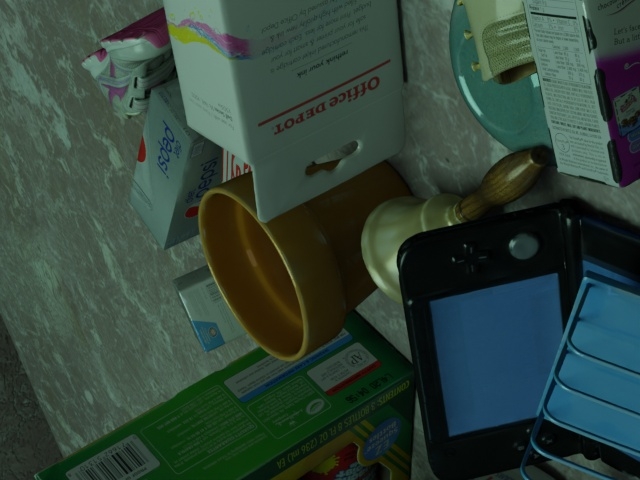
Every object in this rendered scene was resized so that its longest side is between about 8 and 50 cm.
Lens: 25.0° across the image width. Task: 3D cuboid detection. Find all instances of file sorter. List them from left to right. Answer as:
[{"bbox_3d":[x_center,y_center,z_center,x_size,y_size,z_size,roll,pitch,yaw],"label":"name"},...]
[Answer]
[{"bbox_3d":[0.248,0.136,1.227,0.118,0.104,0.170,21,130,12],"label":"file sorter"}]

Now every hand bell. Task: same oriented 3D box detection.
[{"bbox_3d":[0.143,-0.031,1.371,0.126,0.126,0.242,58,149,8],"label":"hand bell"}]

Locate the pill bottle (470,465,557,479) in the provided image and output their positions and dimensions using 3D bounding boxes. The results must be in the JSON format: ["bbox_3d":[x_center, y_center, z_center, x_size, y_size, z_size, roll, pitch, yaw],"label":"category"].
[{"bbox_3d":[0.100,0.418,1.517,0.229,0.408,0.229,33,138,35],"label":"pill bottle"}]

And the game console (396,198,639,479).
[{"bbox_3d":[0.222,0.130,1.321,0.173,0.250,0.293,-108,6,-59],"label":"game console"}]

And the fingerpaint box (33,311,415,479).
[{"bbox_3d":[-0.100,0.340,1.796,0.163,0.445,0.371,42,147,35],"label":"fingerpaint box"}]

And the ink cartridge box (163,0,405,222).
[{"bbox_3d":[-0.036,-0.217,1.401,0.119,0.207,0.353,34,142,43],"label":"ink cartridge box"}]

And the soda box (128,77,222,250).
[{"bbox_3d":[-0.180,-0.105,1.917,0.098,0.091,0.286,55,154,16],"label":"soda box"}]

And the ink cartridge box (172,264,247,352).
[{"bbox_3d":[-0.111,0.072,1.923,0.090,0.143,0.092,-147,34,-75],"label":"ink cartridge box"}]

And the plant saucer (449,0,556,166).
[{"bbox_3d":[0.168,-0.148,1.289,0.195,0.037,0.195,44,150,34],"label":"plant saucer"}]

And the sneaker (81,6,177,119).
[{"bbox_3d":[-0.229,-0.227,1.896,0.111,0.103,0.252,60,161,-5],"label":"sneaker"}]

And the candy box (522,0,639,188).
[{"bbox_3d":[0.222,-0.176,1.017,0.071,0.159,0.233,21,132,53],"label":"candy box"}]

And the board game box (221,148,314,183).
[{"bbox_3d":[-0.065,-0.058,1.802,0.147,0.045,0.193,46,150,30],"label":"board game box"}]

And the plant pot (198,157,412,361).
[{"bbox_3d":[0.000,0.000,1.572,0.205,0.188,0.205,44,149,35],"label":"plant pot"}]

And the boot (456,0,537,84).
[{"bbox_3d":[0.123,-0.227,1.203,0.262,0.095,0.203,-5,101,56],"label":"boot"}]
